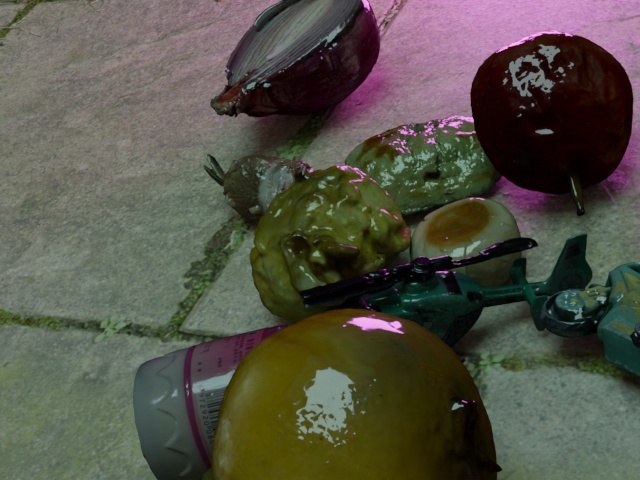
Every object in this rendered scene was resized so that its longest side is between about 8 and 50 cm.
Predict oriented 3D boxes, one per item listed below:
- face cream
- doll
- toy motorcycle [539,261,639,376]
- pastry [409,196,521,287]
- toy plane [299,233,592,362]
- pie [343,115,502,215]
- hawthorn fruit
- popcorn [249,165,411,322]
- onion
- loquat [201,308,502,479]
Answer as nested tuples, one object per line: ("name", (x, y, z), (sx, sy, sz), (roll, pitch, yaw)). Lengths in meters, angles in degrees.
("face cream", (-0.112, 0.207, 1.615), (0.195, 0.175, 0.175), (-13, 37, 10))
("doll", (-0.092, -0.080, 2.034), (0.221, 0.105, 0.115), (7, 8, 35))
("toy motorcycle", (0.417, 0.100, 1.544), (0.198, 0.109, 0.296), (-29, 33, -26))
("pastry", (0.197, 0.011, 1.775), (0.156, 0.092, 0.156), (-13, 35, 9))
("toy plane", (0.162, 0.080, 1.658), (0.382, 0.155, 0.106), (-7, 35, -6))
("pie", (0.146, -0.121, 1.972), (0.248, 0.090, 0.201), (-15, 35, 4))
("hawthorn fruit", (0.335, -0.150, 1.832), (0.230, 0.210, 0.266), (-6, 69, -16))
("popcorn", (0.000, 0.000, 1.802), (0.233, 0.192, 0.266), (-31, 15, 6))
("onion", (-0.040, -0.278, 2.224), (0.348, 0.159, 0.267), (-49, 31, -21))
("loquat", (0.019, 0.238, 1.391), (0.360, 0.328, 0.328), (-17, 34, 33))
